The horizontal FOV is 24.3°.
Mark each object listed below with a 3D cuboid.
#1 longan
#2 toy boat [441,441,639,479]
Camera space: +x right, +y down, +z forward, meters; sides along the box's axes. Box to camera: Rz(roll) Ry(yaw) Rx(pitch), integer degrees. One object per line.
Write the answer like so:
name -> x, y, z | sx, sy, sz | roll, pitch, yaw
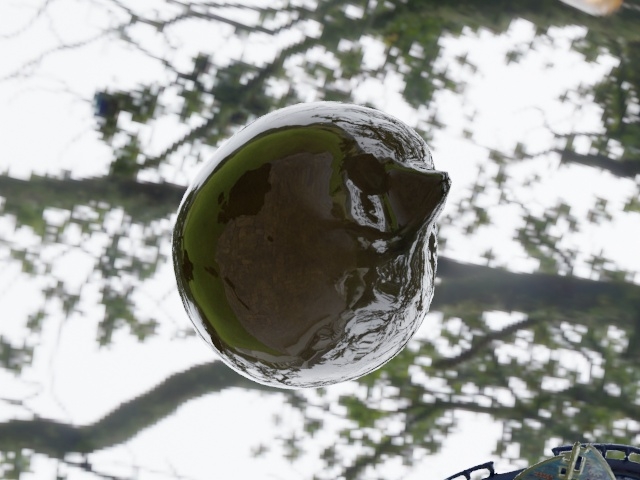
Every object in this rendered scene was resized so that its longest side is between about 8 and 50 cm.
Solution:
longan -> 0.000, 0.000, 0.532 | 0.113, 0.092, 0.113 | -27, -140, 25
toy boat -> 0.154, 0.159, 0.920 | 0.110, 0.175, 0.091 | 92, -19, -52
